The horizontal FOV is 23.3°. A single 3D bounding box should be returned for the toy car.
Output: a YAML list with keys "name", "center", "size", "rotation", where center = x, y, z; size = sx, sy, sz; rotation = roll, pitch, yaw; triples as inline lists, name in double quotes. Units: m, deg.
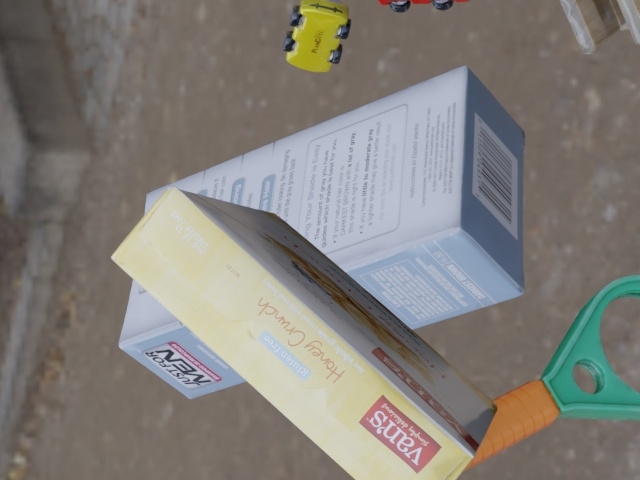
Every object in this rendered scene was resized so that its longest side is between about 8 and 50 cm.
- name: "toy car"
  center: [0.001, -0.272, 1.511]
  size: [0.239, 0.225, 0.053]
  rotation: [-23, 46, 40]

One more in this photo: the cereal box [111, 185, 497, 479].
- name: "cereal box"
  center: [0.005, 0.050, 0.752]
  size: [0.047, 0.173, 0.240]
  rotation: [-49, -7, 4]

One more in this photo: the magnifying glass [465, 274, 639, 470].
- name: "magnifying glass"
  center: [0.155, 0.088, 0.949]
  size: [0.092, 0.231, 0.026]
  rotation: [60, 150, 12]

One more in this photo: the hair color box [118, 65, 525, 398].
- name: "hair color box"
  center: [0.000, 0.000, 1.431]
  size: [0.374, 0.113, 0.185]
  rotation: [-19, 47, 30]

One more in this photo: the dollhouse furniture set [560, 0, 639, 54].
- name: "dollhouse furniture set"
  center: [0.263, -0.158, 0.842]
  size: [0.212, 0.161, 0.242]
  rotation: [-5, 119, 51]
